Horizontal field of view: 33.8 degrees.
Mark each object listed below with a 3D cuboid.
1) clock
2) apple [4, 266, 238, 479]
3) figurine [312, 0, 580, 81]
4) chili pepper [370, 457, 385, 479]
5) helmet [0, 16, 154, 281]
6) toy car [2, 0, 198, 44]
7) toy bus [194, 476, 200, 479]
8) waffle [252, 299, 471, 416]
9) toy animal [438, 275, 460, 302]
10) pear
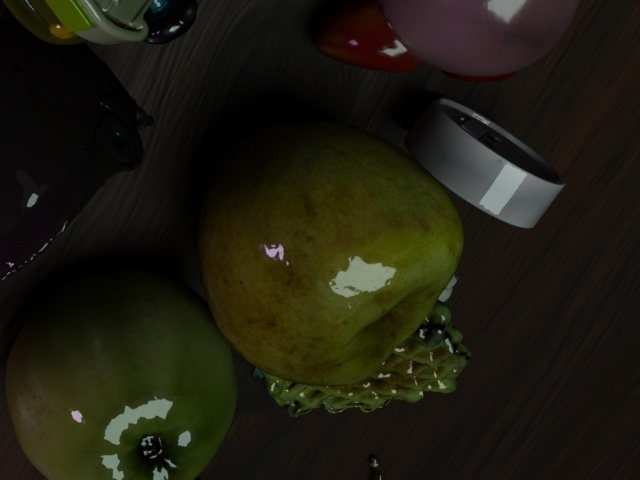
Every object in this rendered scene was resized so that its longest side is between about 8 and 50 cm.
[{"bbox_3d":[0.203,-0.099,1.304,0.197,0.197,0.068,17,114,-39],"label":"clock"},{"bbox_3d":[-0.226,0.165,1.224,0.279,0.279,0.279,-16,131,-20],"label":"apple"},{"bbox_3d":[0.171,-0.269,1.143,0.270,0.211,0.261,2,123,-33],"label":"figurine"},{"bbox_3d":[0.081,0.531,1.774,0.135,0.131,0.338,9,117,-47],"label":"chili pepper"},{"bbox_3d":[-0.290,-0.098,0.955,0.225,0.305,0.177,-27,111,12],"label":"helmet"},{"bbox_3d":[-0.210,-0.286,0.925,0.204,0.198,0.247,56,49,-40],"label":"toy car"},{"bbox_3d":[-0.217,0.438,1.520,0.147,0.128,0.256,-21,134,-14],"label":"toy bus"},{"bbox_3d":[0.055,0.159,1.441,0.297,0.073,0.317,-8,151,8],"label":"waffle"},{"bbox_3d":[0.148,0.049,1.439,0.071,0.124,0.085,-38,132,8],"label":"toy animal"},{"bbox_3d":[0.000,0.000,1.189,0.304,0.304,0.304,-16,131,-20],"label":"pear"}]
